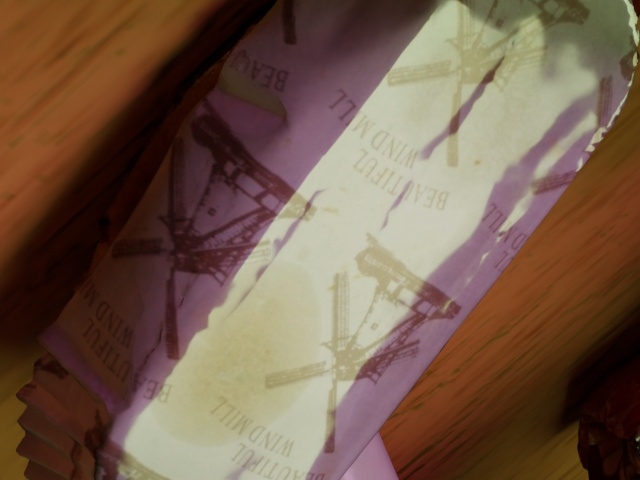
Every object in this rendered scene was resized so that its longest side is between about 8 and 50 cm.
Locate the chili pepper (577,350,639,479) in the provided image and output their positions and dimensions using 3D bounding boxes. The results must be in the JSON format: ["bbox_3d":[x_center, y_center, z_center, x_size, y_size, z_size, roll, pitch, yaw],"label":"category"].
[{"bbox_3d":[0.160,0.061,0.766,0.123,0.073,0.070,-26,-168,-17],"label":"chili pepper"}]

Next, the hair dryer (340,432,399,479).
[{"bbox_3d":[0.027,0.149,0.607,0.203,0.128,0.362,-8,127,20],"label":"hair dryer"}]

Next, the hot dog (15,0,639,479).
[{"bbox_3d":[0.000,0.000,0.467,0.099,0.053,0.192,28,102,-29],"label":"hot dog"}]

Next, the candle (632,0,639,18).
[{"bbox_3d":[0.066,-0.044,0.538,0.026,0.021,0.167,-13,144,-39],"label":"candle"}]
